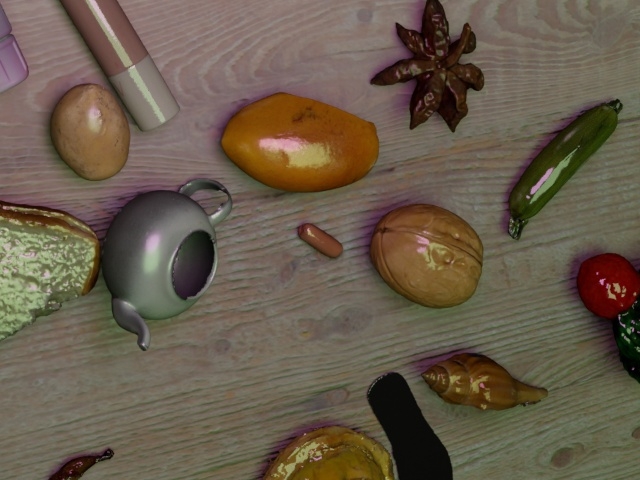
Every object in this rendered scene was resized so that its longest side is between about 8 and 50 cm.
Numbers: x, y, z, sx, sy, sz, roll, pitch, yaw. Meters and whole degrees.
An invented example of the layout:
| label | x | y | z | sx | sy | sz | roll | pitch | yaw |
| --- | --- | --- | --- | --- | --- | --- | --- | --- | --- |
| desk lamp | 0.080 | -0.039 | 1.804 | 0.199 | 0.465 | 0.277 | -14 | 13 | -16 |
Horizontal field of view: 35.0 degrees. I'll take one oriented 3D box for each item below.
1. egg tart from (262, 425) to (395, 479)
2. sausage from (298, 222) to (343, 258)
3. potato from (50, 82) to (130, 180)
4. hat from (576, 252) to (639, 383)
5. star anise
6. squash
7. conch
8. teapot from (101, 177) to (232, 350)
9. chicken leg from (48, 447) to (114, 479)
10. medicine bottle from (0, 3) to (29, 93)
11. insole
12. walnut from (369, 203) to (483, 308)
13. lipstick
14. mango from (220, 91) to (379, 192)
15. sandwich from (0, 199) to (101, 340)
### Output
| label | x | y | z | sx | sy | sz | roll | pitch | yaw |
| --- | --- | --- | --- | --- | --- | --- | --- | --- | --- |
| egg tart | 0.024 | 0.463 | 1.766 | 0.288 | 0.118 | 0.288 | -9 | 110 | -25 |
| sausage | 0.000 | 0.000 | 1.666 | 0.083 | 0.034 | 0.034 | 34 | 90 | -27 |
| potato | -0.329 | -0.155 | 1.449 | 0.112 | 0.112 | 0.147 | -19 | 118 | -17 |
| hat | 0.627 | 0.126 | 1.868 | 0.332 | 0.242 | 0.274 | 31 | 78 | -14 |
| star anise | 0.187 | -0.274 | 1.636 | 0.196 | 0.111 | 0.212 | -36 | 122 | -2 |
| squash | 0.426 | -0.140 | 1.785 | 0.318 | 0.071 | 0.080 | -49 | 117 | -4 |
| conch | 0.306 | 0.252 | 1.834 | 0.330 | 0.109 | 0.093 | 6 | 95 | -35 |
| teapot | -0.227 | 0.023 | 1.494 | 0.294 | 0.130 | 0.193 | -59 | 147 | -26 |
| chicken leg | -0.393 | 0.376 | 1.606 | 0.145 | 0.037 | 0.062 | -43 | 138 | -6 |
| medicine bottle | -0.474 | -0.271 | 1.335 | 0.135 | 0.135 | 0.168 | -27 | 112 | -14 |
| insole | 0.169 | 0.374 | 1.857 | 0.109 | 0.007 | 0.322 | -32 | 114 | -14 |
| walnut | 0.178 | 0.023 | 1.681 | 0.197 | 0.165 | 0.165 | 35 | 89 | -30 |
| lipstick | -0.292 | -0.279 | 1.444 | 0.070 | 0.070 | 0.254 | -34 | 114 | -11 |
| mango | -0.030 | -0.151 | 1.562 | 0.252 | 0.126 | 0.153 | 0 | 93 | -22 |
| sandwich | -0.462 | 0.082 | 1.458 | 0.254 | 0.100 | 0.288 | 14 | 98 | -25 |
